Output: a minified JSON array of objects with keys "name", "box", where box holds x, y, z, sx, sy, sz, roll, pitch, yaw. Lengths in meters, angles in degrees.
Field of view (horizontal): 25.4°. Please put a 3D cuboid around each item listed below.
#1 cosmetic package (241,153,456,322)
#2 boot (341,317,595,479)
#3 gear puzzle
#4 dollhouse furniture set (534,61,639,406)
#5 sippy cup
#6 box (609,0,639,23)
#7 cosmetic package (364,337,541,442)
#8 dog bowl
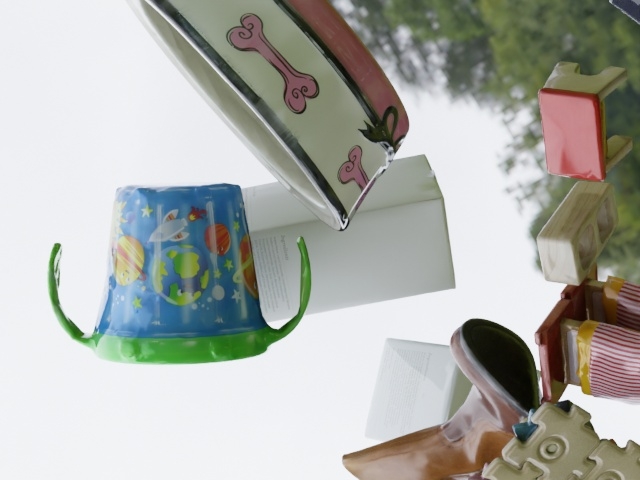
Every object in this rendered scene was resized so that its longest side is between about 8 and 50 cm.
[{"name":"cosmetic package","box":[0.000,0.000,2.071,0.197,0.365,0.155,-94,-5,-68]},{"name":"boot","box":[0.145,0.215,1.681,0.264,0.280,0.096,40,-139,-38]},{"name":"gear puzzle","box":[0.318,0.299,1.540,0.339,0.175,0.044,33,-165,-19]},{"name":"dollhouse furniture set","box":[0.330,0.018,1.477,0.152,0.201,0.374,-49,-43,-41]},{"name":"sippy cup","box":[-0.183,0.036,1.852,0.305,0.240,0.224,-4,-86,-36]},{"name":"box","box":[0.534,-0.307,1.512,0.179,0.313,0.343,3,-147,-37]},{"name":"cosmetic package","box":[0.185,0.231,2.002,0.151,0.183,0.152,17,-98,-31]},{"name":"dog bowl","box":[-0.057,-0.208,1.711,0.408,0.150,0.408,47,176,4]}]
